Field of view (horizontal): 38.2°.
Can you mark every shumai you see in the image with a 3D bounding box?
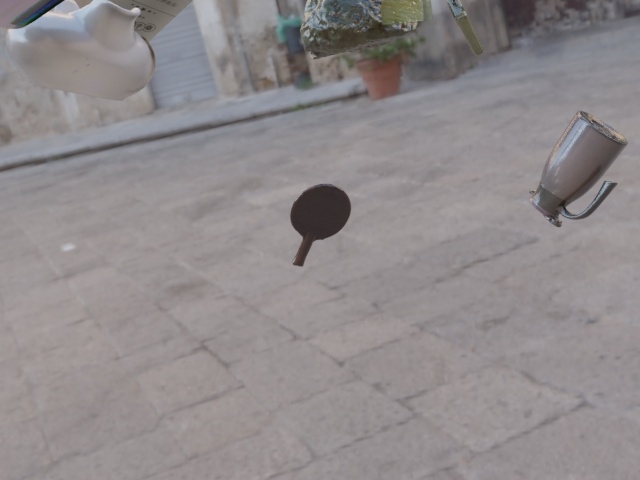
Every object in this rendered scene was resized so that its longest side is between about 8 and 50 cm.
[{"bbox_3d":[0.072,-0.509,1.971,0.256,0.218,0.189,-14,0,-16],"label":"shumai"}]

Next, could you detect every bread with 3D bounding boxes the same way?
[{"bbox_3d":[0.167,-0.477,1.790,0.036,0.112,0.193,-10,13,-20],"label":"bread"}]

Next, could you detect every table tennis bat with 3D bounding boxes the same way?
[{"bbox_3d":[0.000,0.000,1.590,0.107,0.170,0.119,13,28,-21],"label":"table tennis bat"}]

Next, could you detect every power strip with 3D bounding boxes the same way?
[{"bbox_3d":[0.309,-0.468,1.989,0.028,0.076,0.169,-26,-32,14],"label":"power strip"}]

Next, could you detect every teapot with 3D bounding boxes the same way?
[{"bbox_3d":[-0.340,-0.277,1.303,0.204,0.139,0.298,1,13,-41],"label":"teapot"}]

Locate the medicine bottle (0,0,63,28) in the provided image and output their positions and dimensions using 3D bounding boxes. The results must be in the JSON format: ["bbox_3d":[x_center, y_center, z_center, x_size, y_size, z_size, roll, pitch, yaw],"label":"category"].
[{"bbox_3d":[-0.301,-0.336,1.094,0.219,0.078,0.115,-27,14,18],"label":"medicine bottle"}]

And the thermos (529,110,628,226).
[{"bbox_3d":[0.463,-0.117,1.663,0.105,0.193,0.137,4,36,-48],"label":"thermos"}]

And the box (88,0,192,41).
[{"bbox_3d":[-0.331,-0.411,1.642,0.139,0.035,0.245,9,-31,-45],"label":"box"}]
